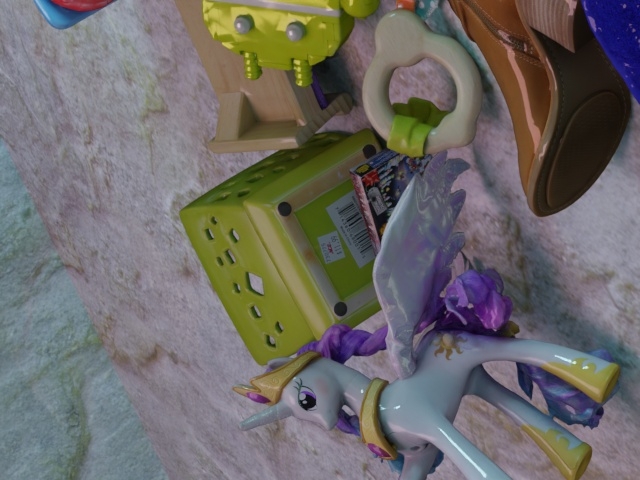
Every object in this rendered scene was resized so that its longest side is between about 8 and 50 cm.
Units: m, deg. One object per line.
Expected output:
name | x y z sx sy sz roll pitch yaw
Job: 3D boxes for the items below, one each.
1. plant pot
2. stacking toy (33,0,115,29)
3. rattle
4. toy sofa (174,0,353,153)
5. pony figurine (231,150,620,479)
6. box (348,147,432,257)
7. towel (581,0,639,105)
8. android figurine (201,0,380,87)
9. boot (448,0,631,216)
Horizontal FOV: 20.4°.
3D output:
plant pot | 0.000 0.000 2.149 0.228 0.227 0.207 62 155 -7
stacking toy | -0.281 -0.401 2.346 0.165 0.175 0.302 61 155 -11
rattle | 0.113 -0.193 1.843 0.130 0.143 0.199 -11 96 37
toy sofa | -0.093 -0.294 2.080 0.150 0.177 0.362 -2 121 41
pony figurine | 0.128 0.130 1.908 0.363 0.351 0.303 26 155 25
box | 0.092 -0.044 2.028 0.027 0.094 0.137 37 152 50
towel | 0.313 -0.145 1.303 0.227 0.076 0.308 53 162 -6
android figurine | -0.052 -0.291 1.898 0.248 0.056 0.273 12 125 20
boot | 0.166 -0.176 1.603 0.220 0.109 0.283 42 153 38
